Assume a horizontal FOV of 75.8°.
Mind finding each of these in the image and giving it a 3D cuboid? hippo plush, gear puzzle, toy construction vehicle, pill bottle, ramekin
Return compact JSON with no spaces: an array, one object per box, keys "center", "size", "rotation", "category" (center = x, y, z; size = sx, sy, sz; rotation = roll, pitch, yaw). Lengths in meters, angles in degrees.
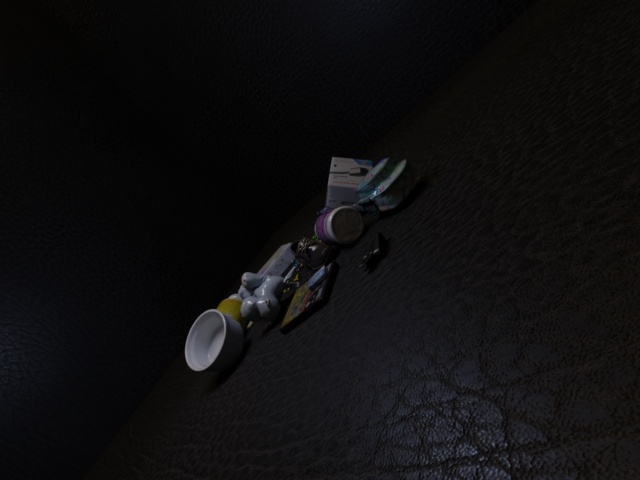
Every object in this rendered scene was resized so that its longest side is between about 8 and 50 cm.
[{"center":[-0.246,0.290,1.890],"size":[0.294,0.234,0.236],"rotation":[-4,39,2],"category":"hippo plush"},{"center":[-0.053,0.038,2.190],"size":[0.339,0.044,0.175],"rotation":[-35,36,43],"category":"gear puzzle"},{"center":[-0.139,0.218,2.064],"size":[0.086,0.035,0.098],"rotation":[-27,22,29],"category":"toy construction vehicle"},{"center":[-0.481,0.423,2.186],"size":[0.188,0.188,0.334],"rotation":[-43,12,18],"category":"pill bottle"},{"center":[0.072,-0.063,1.896],"size":[0.169,0.169,0.301],"rotation":[-49,12,-13],"category":"pill bottle"},{"center":[-0.479,0.467,1.880],"size":[0.277,0.135,0.277],"rotation":[-20,54,31],"category":"ramekin"}]

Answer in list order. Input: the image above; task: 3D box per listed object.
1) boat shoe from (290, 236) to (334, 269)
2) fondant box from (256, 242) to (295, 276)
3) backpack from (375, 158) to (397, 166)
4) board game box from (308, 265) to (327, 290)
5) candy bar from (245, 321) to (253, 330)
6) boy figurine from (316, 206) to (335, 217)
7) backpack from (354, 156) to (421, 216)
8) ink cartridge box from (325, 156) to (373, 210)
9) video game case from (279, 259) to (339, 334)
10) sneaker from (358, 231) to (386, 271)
[{"center":[-0.058,0.058,1.974],"size":[0.132,0.130,0.355],"rotation":[-63,21,-16],"category":"boat shoe"},{"center":[-0.295,0.172,2.646],"size":[0.330,0.096,0.238],"rotation":[-51,12,-17],"category":"fondant box"},{"center":[0.341,-0.358,2.077],"size":[0.101,0.120,0.098],"rotation":[-50,11,-20],"category":"backpack"},{"center":[-0.011,0.149,1.646],"size":[0.090,0.020,0.090],"rotation":[-43,12,11],"category":"board game box"},{"center":[-0.358,0.421,2.180],"size":[0.040,0.018,0.161],"rotation":[-40,12,31],"category":"candy bar"},{"center":[0.117,-0.174,2.156],"size":[0.285,0.177,0.092],"rotation":[-29,-1,-4],"category":"boy figurine"},{"center":[0.279,-0.224,1.690],"size":[0.225,0.191,0.253],"rotation":[-49,16,-19],"category":"backpack"},{"center":[0.152,-0.294,2.093],"size":[0.307,0.223,0.129],"rotation":[-81,-3,-52],"category":"ink cartridge box"},{"center":[-0.041,0.224,1.648],"size":[0.248,0.035,0.275],"rotation":[-40,13,28],"category":"video game case"},{"center":[0.180,0.038,1.431],"size":[0.089,0.051,0.170],"rotation":[-36,17,25],"category":"sneaker"}]
